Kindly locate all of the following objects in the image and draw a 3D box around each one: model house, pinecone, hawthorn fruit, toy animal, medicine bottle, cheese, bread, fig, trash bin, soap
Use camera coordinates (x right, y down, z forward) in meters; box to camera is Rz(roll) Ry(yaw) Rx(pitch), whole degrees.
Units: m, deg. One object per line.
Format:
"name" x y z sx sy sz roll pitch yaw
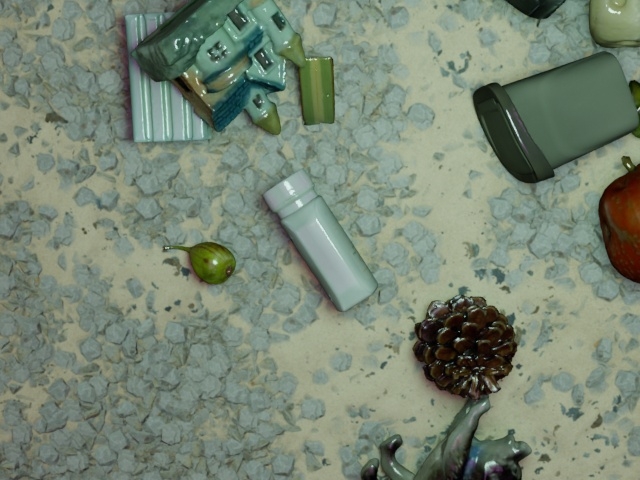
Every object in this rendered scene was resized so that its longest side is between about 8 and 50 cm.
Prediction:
"model house" -0.156 -0.337 1.696 0.267 0.194 0.325 -47 117 -17
"pinecone" 0.309 0.227 1.770 0.221 0.221 0.221 0 97 4
"hawthorn fruit" 0.687 -0.045 1.687 0.275 0.275 0.300 -31 81 7
"toy animal" 0.298 0.523 1.821 0.344 0.194 0.303 -29 89 10
"medicine bottle" 0.000 0.000 1.780 0.111 0.161 0.296 -31 95 5
"cheese" 0.595 -0.482 1.662 0.117 0.235 0.218 8 73 22
"bread" -0.007 -0.311 1.780 0.074 0.084 0.139 -1 98 3
"fig" -0.264 0.030 1.840 0.166 0.093 0.093 32 98 4
"trash bin" 0.472 -0.251 1.702 0.250 0.220 0.219 -23 96 -1
"soap" -0.318 -0.341 1.793 0.159 0.087 0.265 -3 97 2

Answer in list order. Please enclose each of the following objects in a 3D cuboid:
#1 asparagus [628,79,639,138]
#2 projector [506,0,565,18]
"asparagus" 0.748 -0.194 1.752 0.343 0.082 0.085 43 62 -3
"projector" 0.405 -0.699 1.626 0.405 0.242 0.395 40 100 0
